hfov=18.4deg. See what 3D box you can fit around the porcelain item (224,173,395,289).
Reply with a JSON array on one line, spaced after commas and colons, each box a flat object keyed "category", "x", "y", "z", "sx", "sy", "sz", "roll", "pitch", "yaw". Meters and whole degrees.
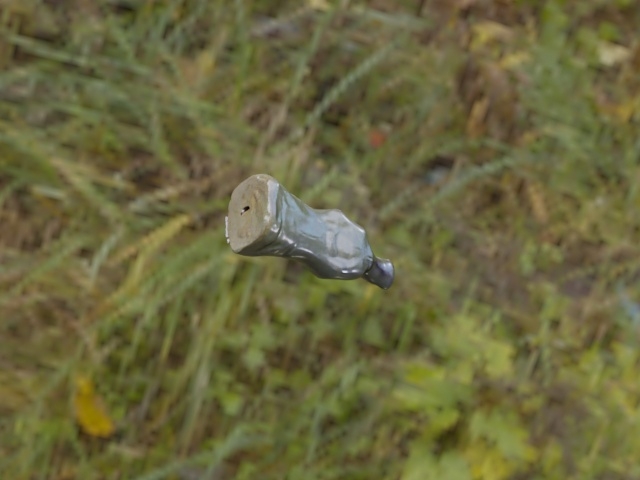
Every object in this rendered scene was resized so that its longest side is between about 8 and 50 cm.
[{"category": "porcelain item", "x": 0.000, "y": 0.000, "z": 2.074, "sx": 0.215, "sy": 0.069, "sz": 0.081, "roll": 23, "pitch": 54, "yaw": -40}]
